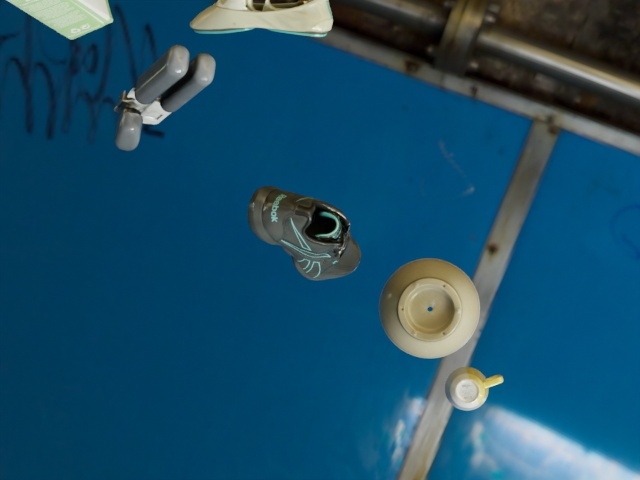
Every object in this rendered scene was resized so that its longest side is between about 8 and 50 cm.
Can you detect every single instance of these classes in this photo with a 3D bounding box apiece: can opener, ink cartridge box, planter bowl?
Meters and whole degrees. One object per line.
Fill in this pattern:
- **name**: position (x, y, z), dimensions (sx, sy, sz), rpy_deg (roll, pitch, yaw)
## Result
- **can opener**: position (-0.232, -0.192, 1.434), dimensions (0.076, 0.095, 0.283), rpy_deg (14, 166, -24)
- **ink cartridge box**: position (-0.273, -0.296, 0.879), dimensions (0.056, 0.171, 0.235), rpy_deg (-19, 169, 12)
- **planter bowl**: position (0.169, 0.106, 1.558), dimensions (0.162, 0.162, 0.109), rpy_deg (22, 180, 7)

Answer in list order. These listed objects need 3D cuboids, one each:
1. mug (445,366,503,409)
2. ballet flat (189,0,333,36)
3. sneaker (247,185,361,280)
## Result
- **mug**: position (0.211, 0.205, 1.408), dimensions (0.062, 0.078, 0.064), rpy_deg (39, 180, 9)
- **ballet flat**: position (-0.101, -0.393, 1.696), dimensions (0.249, 0.086, 0.086), rpy_deg (3, -153, 7)
- **sneaker**: position (0.000, 0.000, 1.496), dimensions (0.106, 0.101, 0.267), rpy_deg (5, 166, 33)
